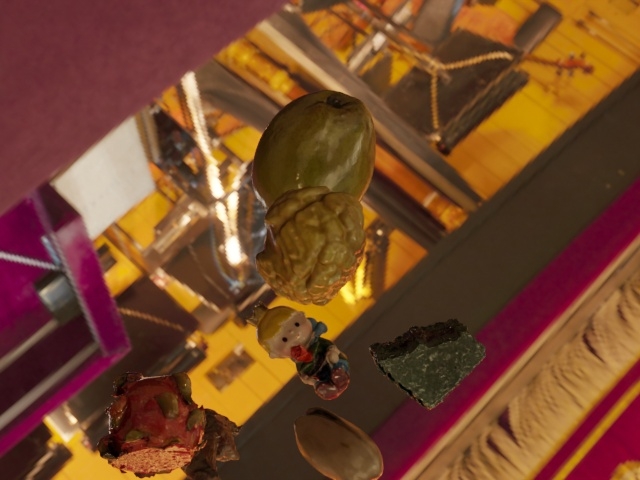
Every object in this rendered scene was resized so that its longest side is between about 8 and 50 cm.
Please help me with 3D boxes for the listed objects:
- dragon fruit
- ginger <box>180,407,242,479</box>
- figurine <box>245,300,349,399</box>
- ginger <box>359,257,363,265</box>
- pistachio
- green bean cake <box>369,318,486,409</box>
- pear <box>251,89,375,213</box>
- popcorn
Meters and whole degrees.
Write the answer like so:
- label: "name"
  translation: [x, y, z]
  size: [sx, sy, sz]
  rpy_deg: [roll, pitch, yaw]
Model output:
- label: "dragon fruit"
  translation: [-0.218, 0.230, 1.215]
  size: [0.133, 0.208, 0.150]
  rpy_deg: [15, 102, -22]
- label: "ginger"
  translation: [-0.240, 0.464, 2.075]
  size: [0.084, 0.122, 0.290]
  rpy_deg: [-49, -171, 18]
- label: "figurine"
  translation: [-0.049, 0.222, 1.963]
  size: [0.127, 0.234, 0.185]
  rpy_deg: [-41, -166, 9]
- label: "ginger"
  translation: [0.050, 0.011, 1.995]
  size: [0.190, 0.069, 0.095]
  rpy_deg: [-103, -159, -67]
- label: "pistachio"
  translation: [0.043, 0.486, 2.237]
  size: [0.138, 0.238, 0.153]
  rpy_deg: [-33, 147, -52]
- label: "green bean cake"
  translation: [0.243, 0.250, 2.148]
  size: [0.208, 0.193, 0.107]
  rpy_deg: [-45, -161, 8]
- label: "pear"
  translation: [-0.013, -0.160, 1.922]
  size: [0.253, 0.253, 0.307]
  rpy_deg: [-30, 147, -43]
- label: "popcorn"
  translation: [0.000, 0.000, 1.602]
  size: [0.203, 0.200, 0.225]
  rpy_deg: [-40, 131, -36]
